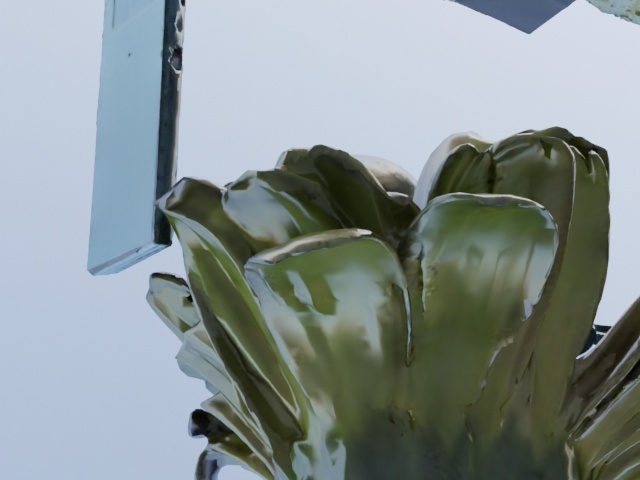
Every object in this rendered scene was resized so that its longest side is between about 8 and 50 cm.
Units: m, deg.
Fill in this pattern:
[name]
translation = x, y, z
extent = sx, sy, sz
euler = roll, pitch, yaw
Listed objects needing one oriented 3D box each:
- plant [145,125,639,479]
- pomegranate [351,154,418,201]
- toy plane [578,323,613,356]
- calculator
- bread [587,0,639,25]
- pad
[plant]
translation = 0.027, 0.115, 0.444
extent = 0.306, 0.261, 0.297
euler = 32, -103, -37
[pomegranate]
translation = 0.000, 0.000, 1.220
extent = 0.236, 0.236, 0.302
euler = -31, -141, -17
[toy plane]
translation = 0.212, 0.082, 0.969
extent = 0.235, 0.096, 0.060
euler = 10, -87, -4
[calculator]
translation = -0.071, -0.072, 0.436
extent = 0.018, 0.057, 0.172
euler = 14, -114, -34
[bread]
translation = 0.412, -0.346, 1.467
extent = 0.157, 0.083, 0.094
euler = 39, -114, 7
[pad]
translation = 0.190, -0.251, 1.092
extent = 0.116, 0.193, 0.004
euler = 22, -99, -8
